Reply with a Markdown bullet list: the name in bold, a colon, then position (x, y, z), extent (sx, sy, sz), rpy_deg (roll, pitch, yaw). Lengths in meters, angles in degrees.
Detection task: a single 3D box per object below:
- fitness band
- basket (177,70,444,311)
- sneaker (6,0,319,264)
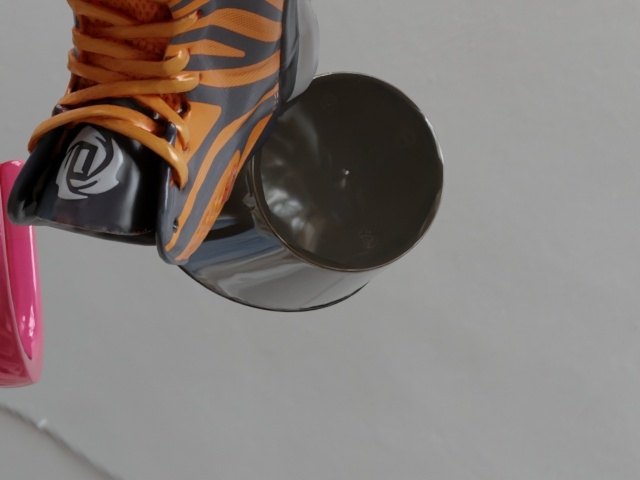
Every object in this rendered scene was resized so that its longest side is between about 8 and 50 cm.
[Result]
- **fitness band**: position (-0.281, -0.018, 1.255), extent (0.054, 0.209, 0.291), rpy_deg (-8, -103, -4)
- **basket**: position (-0.013, -0.035, 1.027), extent (0.204, 0.227, 0.154), rpy_deg (24, -100, -12)
- **sneaker**: position (-0.076, -0.095, 0.671), extent (0.124, 0.180, 0.321), rpy_deg (15, -26, 18)
